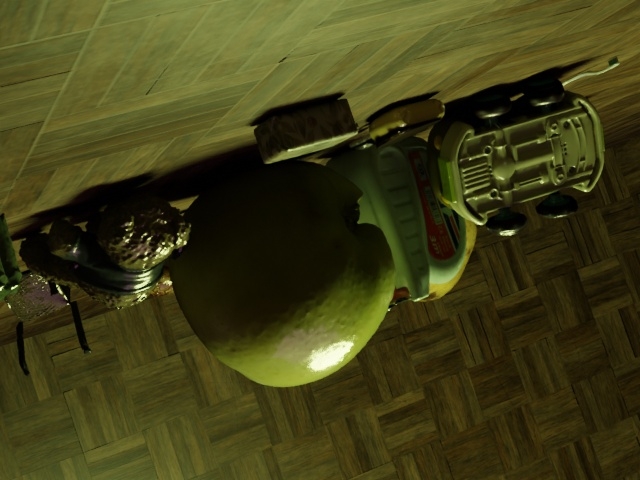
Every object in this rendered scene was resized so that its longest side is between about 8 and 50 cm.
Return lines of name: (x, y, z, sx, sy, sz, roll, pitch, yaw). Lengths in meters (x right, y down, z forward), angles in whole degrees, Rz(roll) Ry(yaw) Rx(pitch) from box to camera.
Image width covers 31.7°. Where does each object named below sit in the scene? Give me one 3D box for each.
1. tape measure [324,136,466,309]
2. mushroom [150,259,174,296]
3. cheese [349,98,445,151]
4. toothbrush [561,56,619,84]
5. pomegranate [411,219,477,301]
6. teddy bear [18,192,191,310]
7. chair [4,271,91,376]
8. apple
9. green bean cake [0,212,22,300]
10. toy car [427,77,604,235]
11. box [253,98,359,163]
tape measure: (0.112, -0.027, 1.686, 0.125, 0.243, 0.246, -20, 176, 34)
mushroom: (-0.325, 0.070, 2.225, 0.109, 0.085, 0.126, -20, -171, -20)
cheese: (0.088, -0.142, 1.456, 0.086, 0.036, 0.162, -21, 178, -30)
toothbrush: (0.392, -0.246, 1.698, 0.131, 0.013, 0.011, -21, 167, 42)
pomegranate: (0.205, -0.010, 2.437, 0.281, 0.281, 0.281, -19, 177, -1)
teddy bear: (-0.245, 0.017, 1.364, 0.182, 0.129, 0.251, -19, 178, -36)
chair: (-0.459, 0.092, 1.829, 0.174, 0.149, 0.213, -22, -141, 1)
apple: (-0.064, 0.023, 1.474, 0.258, 0.295, 0.233, -39, 130, 24)
green bean cake: (-0.413, 0.043, 1.125, 0.181, 0.094, 0.173, -21, 176, 18)
toy car: (0.266, -0.135, 1.653, 0.247, 0.204, 0.198, -17, -160, -15)
box: (-0.016, -0.117, 1.195, 0.098, 0.045, 0.062, -19, 178, -28)
